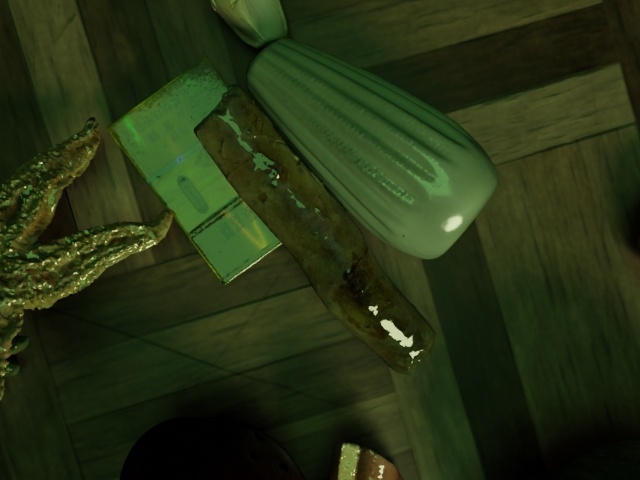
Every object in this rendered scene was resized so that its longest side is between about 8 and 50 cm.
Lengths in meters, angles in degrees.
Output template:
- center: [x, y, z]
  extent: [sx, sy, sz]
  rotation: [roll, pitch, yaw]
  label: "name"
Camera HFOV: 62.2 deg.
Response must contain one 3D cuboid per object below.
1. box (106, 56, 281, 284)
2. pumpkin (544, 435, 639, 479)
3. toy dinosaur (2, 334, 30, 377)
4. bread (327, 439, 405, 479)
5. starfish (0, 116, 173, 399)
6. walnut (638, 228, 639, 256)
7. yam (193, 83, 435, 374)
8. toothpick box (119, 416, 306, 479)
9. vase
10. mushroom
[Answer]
- center: [-0.104, -0.067, 0.534]
  extent: [0.121, 0.030, 0.193]
  rotation: [-37, 92, -2]
  label: "box"
- center: [0.324, 0.350, 0.454]
  extent: [0.291, 0.257, 0.328]
  rotation: [-31, 102, -19]
  label: "pumpkin"
- center: [-0.420, 0.042, 0.489]
  extent: [0.301, 0.087, 0.447]
  rotation: [45, 81, -4]
  label: "toy dinosaur"
- center: [0.038, 0.279, 0.512]
  extent: [0.067, 0.119, 0.192]
  rotation: [8, 88, 26]
  label: "bread"
- center: [-0.288, 0.000, 0.452]
  extent: [0.302, 0.060, 0.299]
  rotation: [-30, 76, -30]
  label: "starfish"
- center: [0.370, -0.006, 0.551]
  extent: [0.091, 0.052, 0.121]
  rotation: [6, 92, -5]
  label: "walnut"
- center: [0.000, 0.000, 0.497]
  extent: [0.317, 0.071, 0.067]
  rotation: [51, 53, -14]
  label: "yam"
- center: [-0.136, 0.296, 0.463]
  extent: [0.192, 0.192, 0.294]
  rotation: [39, 94, -3]
  label: "toothpick box"
- center: [0.040, -0.094, 0.499]
  extent: [0.248, 0.128, 0.128]
  rotation: [39, 88, 6]
  label: "vase"
- center: [-0.088, -0.286, 0.516]
  extent: [0.084, 0.071, 0.209]
  rotation: [-22, 95, -32]
  label: "mushroom"
